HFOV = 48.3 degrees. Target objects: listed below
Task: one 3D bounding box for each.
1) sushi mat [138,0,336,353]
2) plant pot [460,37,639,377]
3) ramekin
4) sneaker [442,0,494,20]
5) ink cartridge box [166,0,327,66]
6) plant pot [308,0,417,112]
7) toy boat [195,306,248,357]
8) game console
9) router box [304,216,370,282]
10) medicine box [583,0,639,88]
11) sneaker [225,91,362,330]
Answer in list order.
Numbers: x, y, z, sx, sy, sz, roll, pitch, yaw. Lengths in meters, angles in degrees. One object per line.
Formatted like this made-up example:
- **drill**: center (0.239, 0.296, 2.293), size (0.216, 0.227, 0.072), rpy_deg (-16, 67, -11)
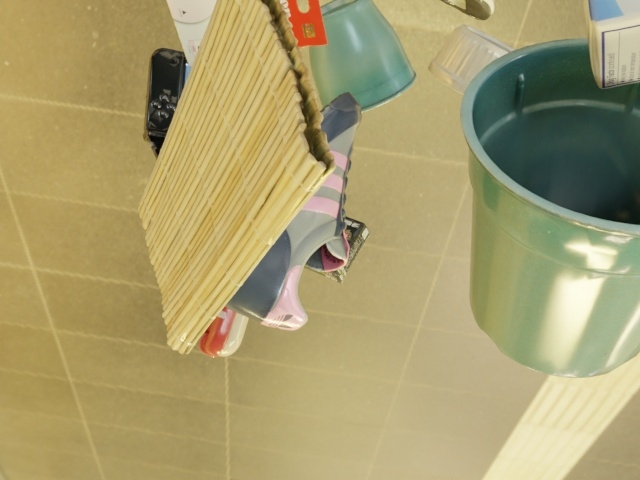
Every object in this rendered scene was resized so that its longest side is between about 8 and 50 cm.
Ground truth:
- **sushi mat**: center (-0.080, -0.037, 0.507), size (0.019, 0.152, 0.316), rpy_deg (-7, 157, -29)
- **plant pot**: center (0.334, -0.018, 0.905), size (0.340, 0.341, 0.334), rpy_deg (3, 137, 7)
- **ramekin**: center (0.334, -0.352, 1.451), size (0.207, 0.207, 0.109), rpy_deg (21, 116, -13)
- **sneaker**: center (0.252, -0.483, 0.995), size (0.169, 0.447, 0.258), rpy_deg (29, 100, 2)
- **ink cartridge box**: center (-0.123, -0.368, 1.097), size (0.232, 0.066, 0.189), rpy_deg (5, 131, 24)
- **plant pot**: center (0.088, -0.504, 1.887), size (0.271, 0.272, 0.255), rpy_deg (-12, 118, 22)
- **toy boat**: center (-0.210, 0.099, 1.362), size (0.151, 0.231, 0.151), rpy_deg (19, 172, -18)
- **game console**: center (-0.155, -0.215, 1.292), size (0.293, 0.250, 0.173), rpy_deg (5, 177, -29)
- **router box**: center (0.000, 0.000, 1.085), size (0.122, 0.092, 0.038), rpy_deg (21, 161, 28)
- **medicine box**: center (0.393, -0.315, 0.672), size (0.289, 0.264, 0.149), rpy_deg (-7, 166, 20)
- **sneaker**: center (-0.012, -0.036, 0.799), size (0.131, 0.319, 0.112), rpy_deg (38, 146, -7)
